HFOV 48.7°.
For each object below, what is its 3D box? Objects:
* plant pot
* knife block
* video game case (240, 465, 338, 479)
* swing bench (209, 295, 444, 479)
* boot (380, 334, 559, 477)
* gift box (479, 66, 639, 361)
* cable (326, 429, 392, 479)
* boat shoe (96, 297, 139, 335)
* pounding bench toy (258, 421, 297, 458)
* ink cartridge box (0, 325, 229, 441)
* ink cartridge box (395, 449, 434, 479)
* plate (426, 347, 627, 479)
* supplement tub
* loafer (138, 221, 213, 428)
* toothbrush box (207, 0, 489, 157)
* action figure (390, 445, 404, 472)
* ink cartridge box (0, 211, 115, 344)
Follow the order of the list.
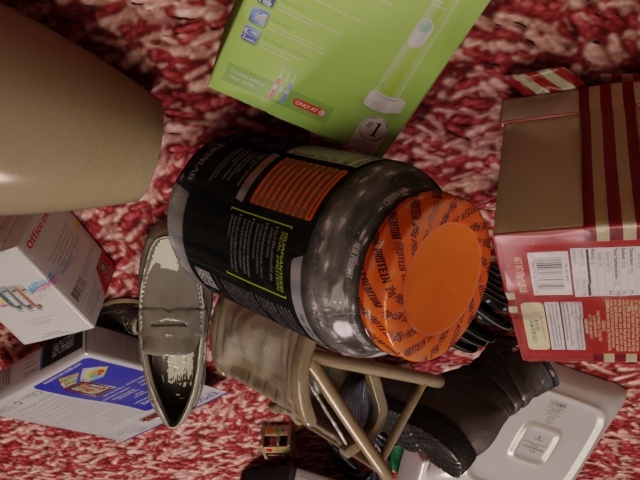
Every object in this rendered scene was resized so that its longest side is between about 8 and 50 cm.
[{"bbox_3d":[-0.324,-0.130,0.776,0.274,0.256,0.256,12,136,-29],"label":"plant pot"},{"bbox_3d":[0.136,0.073,1.021,0.275,0.088,0.242,-3,133,6],"label":"knife block"},{"bbox_3d":[-0.004,0.509,1.426,0.248,0.035,0.275,23,154,-18],"label":"video game case"},{"bbox_3d":[-0.014,0.181,1.006,0.254,0.165,0.253,39,165,-30],"label":"swing bench"},{"bbox_3d":[0.207,0.233,1.119,0.222,0.338,0.118,-36,110,-16],"label":"boot"},{"bbox_3d":[0.305,-0.037,0.789,0.276,0.258,0.255,1,136,21],"label":"gift box"},{"bbox_3d":[0.068,0.382,1.324,0.150,0.047,0.185,11,123,42],"label":"cable"},{"bbox_3d":[-0.293,0.125,1.130,0.152,0.049,0.056,-7,131,9],"label":"boat shoe"},{"bbox_3d":[-0.083,0.398,1.377,0.065,0.052,0.083,-4,134,8],"label":"pounding bench toy"},{"bbox_3d":[-0.375,0.258,1.236,0.303,0.072,0.307,-29,145,27],"label":"ink cartridge box"},{"bbox_3d":[0.259,0.443,1.310,0.217,0.092,0.159,6,111,-14],"label":"ink cartridge box"},{"bbox_3d":[0.361,0.338,1.211,0.277,0.045,0.278,21,104,-15],"label":"plate"},{"bbox_3d":[0.000,0.000,0.779,0.338,0.207,0.207,20,150,44],"label":"supplement tub"},{"bbox_3d":[-0.213,0.129,1.043,0.112,0.111,0.320,-2,115,-6],"label":"loafer"},{"bbox_3d":[0.038,-0.248,0.695,0.206,0.122,0.283,20,133,-16],"label":"toothbrush box"},{"bbox_3d":[0.211,0.446,1.394,0.137,0.063,0.232,-31,121,27],"label":"action figure"},{"bbox_3d":[-0.402,0.036,0.998,0.127,0.128,0.176,-13,131,17],"label":"ink cartridge box"}]
